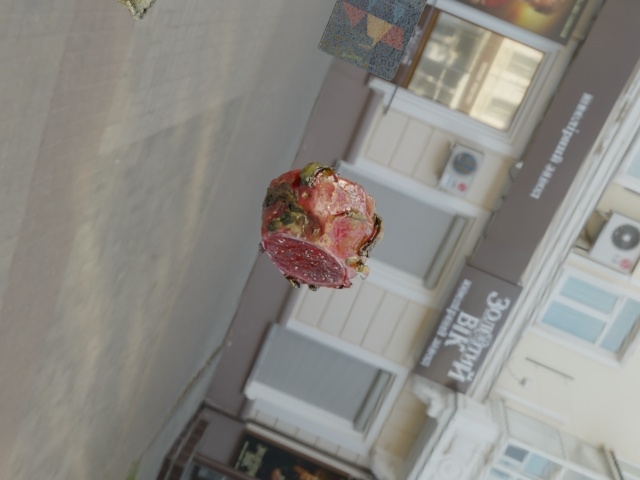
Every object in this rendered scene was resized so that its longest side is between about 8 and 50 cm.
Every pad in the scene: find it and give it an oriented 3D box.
[{"bbox_3d":[0.096,-0.365,1.115,0.211,0.143,0.003,-67,-153,14],"label":"pad"}]

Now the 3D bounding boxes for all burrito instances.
[{"bbox_3d":[-0.354,-0.509,1.464,0.229,0.063,0.058,-86,-162,-51],"label":"burrito"}]

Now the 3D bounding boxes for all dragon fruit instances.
[{"bbox_3d":[0.000,0.000,1.233,0.282,0.211,0.147,81,18,-56],"label":"dragon fruit"}]
